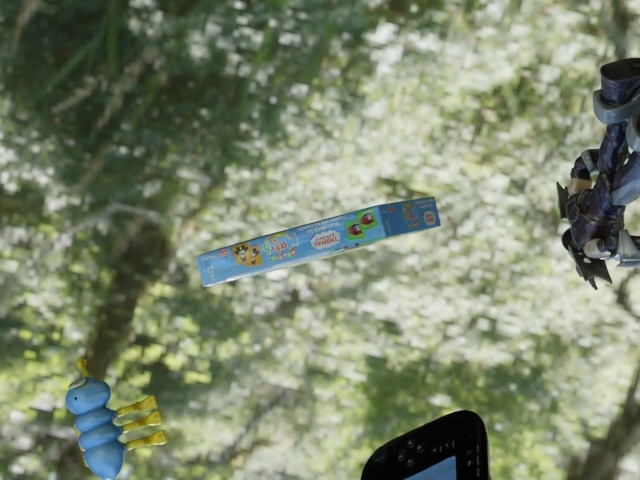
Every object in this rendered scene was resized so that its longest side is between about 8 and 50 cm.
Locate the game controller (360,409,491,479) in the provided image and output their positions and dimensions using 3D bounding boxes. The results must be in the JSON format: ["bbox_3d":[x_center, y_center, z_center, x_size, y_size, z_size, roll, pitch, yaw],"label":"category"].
[{"bbox_3d":[0.109,0.316,1.566,0.067,0.166,0.319,38,-147,-25],"label":"game controller"}]

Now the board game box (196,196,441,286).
[{"bbox_3d":[0.000,0.000,1.565,0.211,0.039,0.160,-14,179,25],"label":"board game box"}]

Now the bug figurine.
[{"bbox_3d":[-0.253,0.237,1.293,0.279,0.216,0.072,-24,171,21],"label":"bug figurine"}]

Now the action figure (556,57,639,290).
[{"bbox_3d":[0.340,-0.065,1.710,0.099,0.285,0.185,-6,-131,-19],"label":"action figure"}]
